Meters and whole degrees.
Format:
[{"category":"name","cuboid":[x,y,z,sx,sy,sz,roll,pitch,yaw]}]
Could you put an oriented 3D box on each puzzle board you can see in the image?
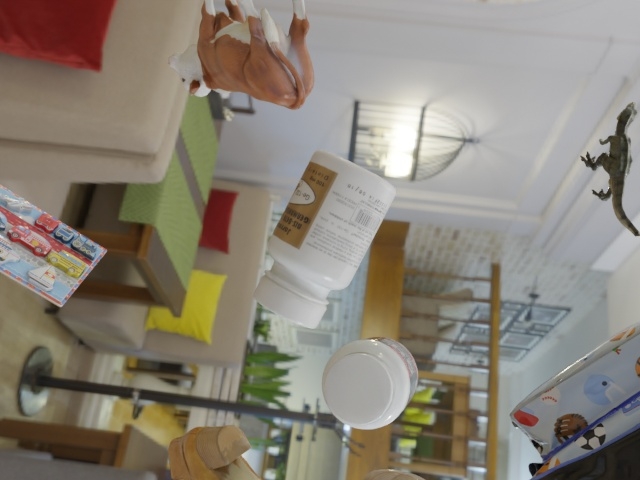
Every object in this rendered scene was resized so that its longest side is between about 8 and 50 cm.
[{"category":"puzzle board","cuboid":[-0.285,0.001,0.687,0.011,0.128,0.096,-52,-170,32]}]

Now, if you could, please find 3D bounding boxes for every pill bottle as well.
[{"category":"pill bottle","cuboid":[0.102,0.290,1.441,0.318,0.176,0.176,24,72,-76]},{"category":"pill bottle","cuboid":[0.000,0.000,0.990,0.229,0.131,0.131,-63,178,2]}]

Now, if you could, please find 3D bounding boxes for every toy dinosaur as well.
[{"category":"toy dinosaur","cuboid":[0.572,-0.134,1.373,0.118,0.064,0.268,153,-61,-73]}]

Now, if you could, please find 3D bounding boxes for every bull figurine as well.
[{"category":"bull figurine","cuboid":[-0.119,-0.283,1.013,0.101,0.310,0.188,-28,126,-34]}]

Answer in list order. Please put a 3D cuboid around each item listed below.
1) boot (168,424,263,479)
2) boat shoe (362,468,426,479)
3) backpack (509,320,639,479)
[{"category":"boot","cuboid":[-0.141,0.438,1.132,0.211,0.104,0.295,-36,-103,50]},{"category":"boat shoe","cuboid":[0.055,0.318,0.631,0.285,0.102,0.092,-54,147,-71]},{"category":"backpack","cuboid":[0.315,0.189,0.646,0.263,0.276,0.213,30,31,-56]}]
